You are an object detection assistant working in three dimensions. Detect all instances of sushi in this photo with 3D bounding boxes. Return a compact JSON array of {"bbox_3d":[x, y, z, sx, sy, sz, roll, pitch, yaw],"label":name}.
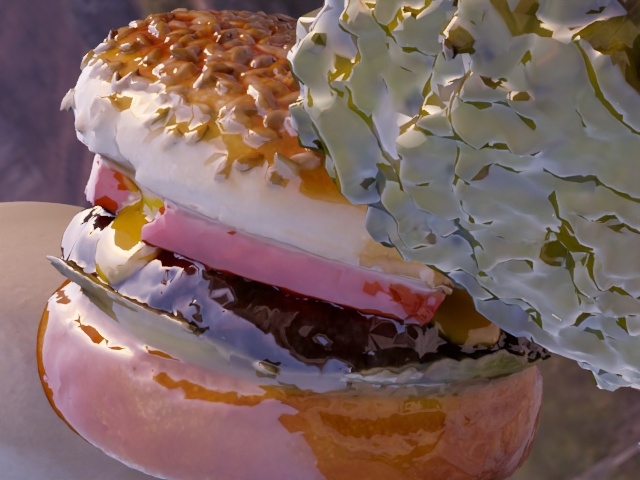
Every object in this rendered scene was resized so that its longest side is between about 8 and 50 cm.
[{"bbox_3d":[0.189,-0.121,0.777,0.396,0.351,0.240,32,154,-25],"label":"sushi"}]

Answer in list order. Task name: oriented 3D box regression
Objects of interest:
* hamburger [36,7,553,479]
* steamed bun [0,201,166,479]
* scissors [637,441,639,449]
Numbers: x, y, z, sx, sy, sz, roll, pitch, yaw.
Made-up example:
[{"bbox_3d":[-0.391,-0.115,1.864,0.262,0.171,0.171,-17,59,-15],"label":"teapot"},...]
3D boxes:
[{"bbox_3d":[0.000,0.000,1.065,0.330,0.330,0.250,-127,43,-67],"label":"hamburger"},{"bbox_3d":[-0.221,0.086,1.304,0.324,0.324,0.206,-127,37,-65],"label":"steamed bun"},{"bbox_3d":[0.219,0.227,0.854,0.109,0.022,0.300,18,-136,-51],"label":"scissors"}]
